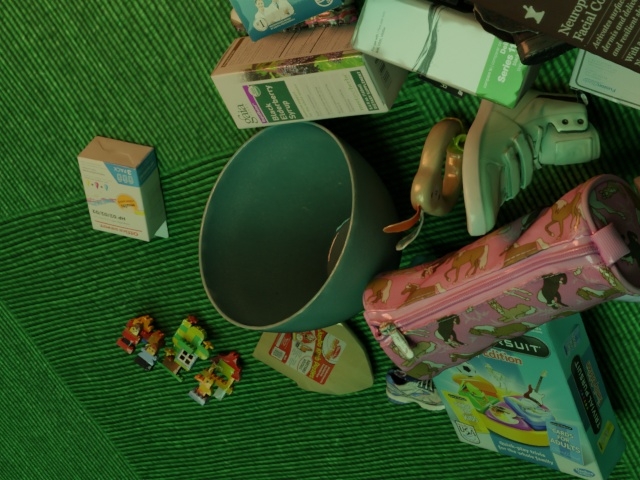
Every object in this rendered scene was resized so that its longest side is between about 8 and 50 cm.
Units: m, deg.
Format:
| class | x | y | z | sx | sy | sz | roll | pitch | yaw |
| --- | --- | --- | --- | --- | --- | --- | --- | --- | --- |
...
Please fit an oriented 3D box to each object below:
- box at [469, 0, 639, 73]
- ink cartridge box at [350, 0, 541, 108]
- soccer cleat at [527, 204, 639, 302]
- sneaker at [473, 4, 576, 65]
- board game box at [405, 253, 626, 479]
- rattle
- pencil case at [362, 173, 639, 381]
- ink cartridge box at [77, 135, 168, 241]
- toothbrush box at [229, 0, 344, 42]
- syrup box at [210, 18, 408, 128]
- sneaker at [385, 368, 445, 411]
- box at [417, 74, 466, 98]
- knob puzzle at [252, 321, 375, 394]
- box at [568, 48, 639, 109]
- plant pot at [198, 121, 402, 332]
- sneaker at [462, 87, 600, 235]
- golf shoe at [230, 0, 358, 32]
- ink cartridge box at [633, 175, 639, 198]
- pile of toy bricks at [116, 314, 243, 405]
| class | x | y | z | sx | sy | sz | roll | pitch | yaw |
| --- | --- | --- | --- | --- | --- | --- | --- | --- | --- |
| box | 0.226 | -0.331 | 1.363 | 0.381 | 0.143 | 0.191 | 23 | 136 | 0 |
| ink cartridge box | 0.160 | -0.247 | 1.616 | 0.208 | 0.153 | 0.087 | 22 | 116 | 10 |
| soccer cleat | 0.418 | 0.037 | 1.782 | 0.318 | 0.109 | 0.116 | 13 | 150 | 19 |
| sneaker | 0.261 | -0.251 | 1.499 | 0.170 | 0.089 | 0.051 | -18 | 163 | 2 |
| board game box | 0.270 | 0.184 | 1.935 | 0.253 | 0.079 | 0.336 | 11 | 140 | 40 |
| rattle | 0.183 | -0.062 | 1.741 | 0.142 | 0.200 | 0.130 | 21 | 135 | 11 |
| pencil case | 0.232 | 0.050 | 1.666 | 0.386 | 0.167 | 0.160 | -26 | 123 | 38 |
| ink cartridge box | -0.304 | -0.065 | 2.109 | 0.104 | 0.061 | 0.181 | 12 | 133 | 20 |
| toothbrush box | -0.078 | -0.412 | 1.551 | 0.126 | 0.216 | 0.295 | -21 | 116 | 21 |
| syrup box | -0.015 | -0.219 | 1.785 | 0.237 | 0.096 | 0.093 | -4 | 130 | 31 |
| sneaker | 0.159 | 0.228 | 2.120 | 0.135 | 0.052 | 0.058 | 1 | 124 | 28 |
| box | 0.167 | -0.228 | 1.734 | 0.067 | 0.018 | 0.083 | 27 | 136 | 7 |
| knob puzzle | 0.003 | 0.175 | 2.175 | 0.213 | 0.030 | 0.213 | 15 | 133 | 17 |
| box | 0.397 | -0.279 | 1.511 | 0.169 | 0.087 | 0.290 | 20 | 135 | 12 |
| plant pot | 0.000 | 0.000 | 1.881 | 0.290 | 0.290 | 0.195 | -18 | 154 | 39 |
| sneaker | 0.255 | -0.102 | 1.630 | 0.151 | 0.256 | 0.094 | 6 | 135 | 16 |
| golf shoe | -0.036 | -0.311 | 1.751 | 0.186 | 0.067 | 0.086 | -3 | 101 | 30 |
| ink cartridge box | 0.450 | -0.049 | 1.618 | 0.109 | 0.150 | 0.063 | -27 | 113 | 7 |
| pile of toy bricks | -0.228 | 0.175 | 2.266 | 0.212 | 0.118 | 0.105 | 35 | 105 | 9 |
